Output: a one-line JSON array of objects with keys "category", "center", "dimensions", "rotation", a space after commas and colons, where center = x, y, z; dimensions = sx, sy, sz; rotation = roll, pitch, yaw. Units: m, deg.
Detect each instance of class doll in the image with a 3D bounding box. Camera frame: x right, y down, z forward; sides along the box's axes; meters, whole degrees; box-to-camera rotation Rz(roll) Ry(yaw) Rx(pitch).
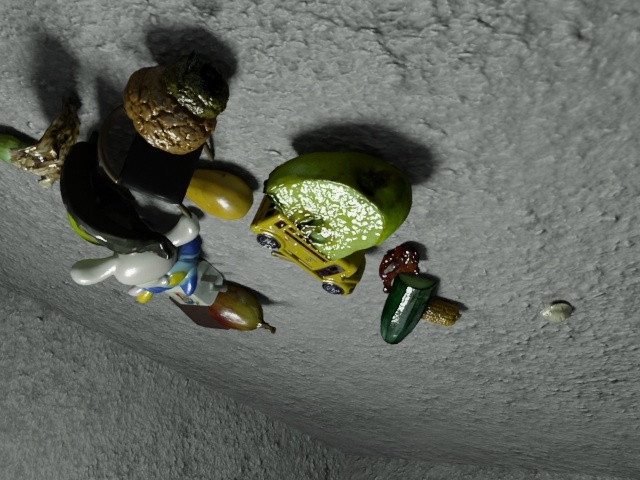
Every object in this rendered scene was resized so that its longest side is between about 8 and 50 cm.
[{"category": "doll", "center": [-0.497, 0.060, 1.817], "dimensions": [0.376, 0.186, 0.365], "rotation": [-7, 160, 7]}]

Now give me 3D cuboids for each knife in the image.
[{"category": "knife", "center": [-0.023, 0.076, 1.744], "dimensions": [0.256, 0.022, 0.046], "rotation": [19, 144, -8]}]

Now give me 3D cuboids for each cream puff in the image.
[{"category": "cream puff", "center": [-0.255, -0.275, 1.134], "dimensions": [0.169, 0.183, 0.183], "rotation": [-28, 128, 37]}]

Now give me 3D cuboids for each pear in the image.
[{"category": "pear", "center": [0.051, -0.105, 1.239], "dimensions": [0.256, 0.164, 0.238], "rotation": [-21, 122, 44]}]

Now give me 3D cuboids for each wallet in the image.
[{"category": "wallet", "center": [-0.474, 0.277, 2.371], "dimensions": [0.182, 0.049, 0.229], "rotation": [3, 146, 29]}]

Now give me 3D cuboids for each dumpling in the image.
[{"category": "dumpling", "center": [0.594, 0.177, 1.506], "dimensions": [0.077, 0.043, 0.059], "rotation": [19, 130, 9]}]

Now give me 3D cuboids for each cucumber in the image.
[{"category": "cucumber", "center": [0.226, 0.201, 1.653], "dimensions": [0.115, 0.063, 0.243], "rotation": [21, 125, 11]}]

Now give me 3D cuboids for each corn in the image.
[{"category": "corn", "center": [0.293, 0.191, 1.696], "dimensions": [0.208, 0.068, 0.068], "rotation": [14, 152, 10]}]

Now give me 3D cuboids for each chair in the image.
[{"category": "chair", "center": [-0.344, -0.170, 1.285], "dimensions": [0.167, 0.188, 0.272], "rotation": [17, 170, 4]}]

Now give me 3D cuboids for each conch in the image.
[{"category": "conch", "center": [-0.842, -0.250, 1.640], "dimensions": [0.201, 0.079, 0.095], "rotation": [27, 170, 25]}]

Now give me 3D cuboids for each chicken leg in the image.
[{"category": "chicken leg", "center": [0.194, 0.073, 1.546], "dimensions": [0.093, 0.053, 0.205], "rotation": [39, 149, -5]}]

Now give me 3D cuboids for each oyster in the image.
[{"category": "oyster", "center": [-0.601, -0.227, 1.378], "dimensions": [0.111, 0.204, 0.396], "rotation": [34, 167, -15]}]

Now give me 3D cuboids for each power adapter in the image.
[{"category": "power adapter", "center": [-0.398, 0.140, 1.992], "dimensions": [0.205, 0.125, 0.130], "rotation": [-2, 145, 36]}]

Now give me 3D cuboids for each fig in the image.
[{"category": "fig", "center": [-0.256, 0.250, 2.059], "dimensions": [0.274, 0.145, 0.170], "rotation": [23, 157, 27]}]

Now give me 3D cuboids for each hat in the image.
[{"category": "hat", "center": [-0.532, -0.065, 1.425], "dimensions": [0.257, 0.381, 0.366], "rotation": [-33, 94, 20]}]

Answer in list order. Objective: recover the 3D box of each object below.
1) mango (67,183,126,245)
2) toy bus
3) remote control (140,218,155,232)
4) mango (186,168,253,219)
[{"category": "mango", "center": [-0.630, -0.080, 1.727], "dimensions": [0.186, 0.149, 0.273], "rotation": [27, 148, 2]}, {"category": "toy bus", "center": [0.000, 0.000, 1.462], "dimensions": [0.331, 0.145, 0.151], "rotation": [37, 146, -27]}, {"category": "remote control", "center": [-0.599, -0.045, 1.895], "dimensions": [0.166, 0.029, 0.065], "rotation": [4, 149, 28]}, {"category": "mango", "center": [-0.257, -0.120, 1.473], "dimensions": [0.195, 0.098, 0.137], "rotation": [25, 155, 6]}]
